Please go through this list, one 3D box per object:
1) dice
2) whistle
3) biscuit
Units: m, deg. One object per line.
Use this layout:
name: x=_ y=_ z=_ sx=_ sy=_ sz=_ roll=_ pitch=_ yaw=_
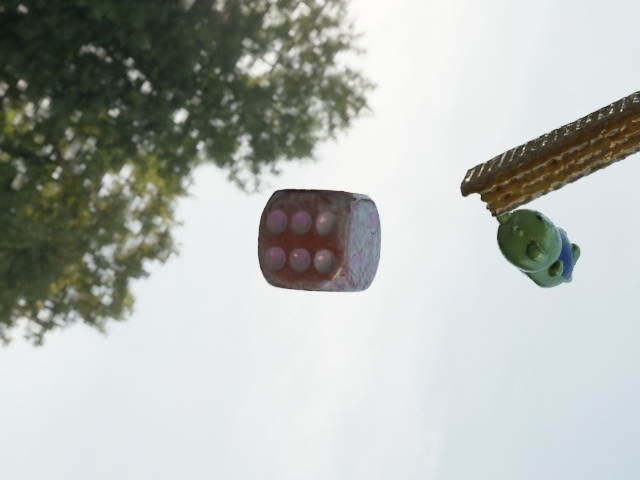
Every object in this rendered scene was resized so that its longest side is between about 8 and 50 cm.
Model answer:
dice: x=0.000 y=0.000 z=1.094 sx=0.093 sy=0.091 sz=0.094 roll=2 pitch=-89 yaw=25
whistle: x=0.313 y=0.016 z=1.669 sx=0.085 sy=0.227 sz=0.105 roll=-43 pitch=-124 yaw=10
biscuit: x=0.338 y=-0.125 z=1.341 sx=0.378 sy=0.054 sz=0.094 roll=-25 pitch=-170 yaw=22
